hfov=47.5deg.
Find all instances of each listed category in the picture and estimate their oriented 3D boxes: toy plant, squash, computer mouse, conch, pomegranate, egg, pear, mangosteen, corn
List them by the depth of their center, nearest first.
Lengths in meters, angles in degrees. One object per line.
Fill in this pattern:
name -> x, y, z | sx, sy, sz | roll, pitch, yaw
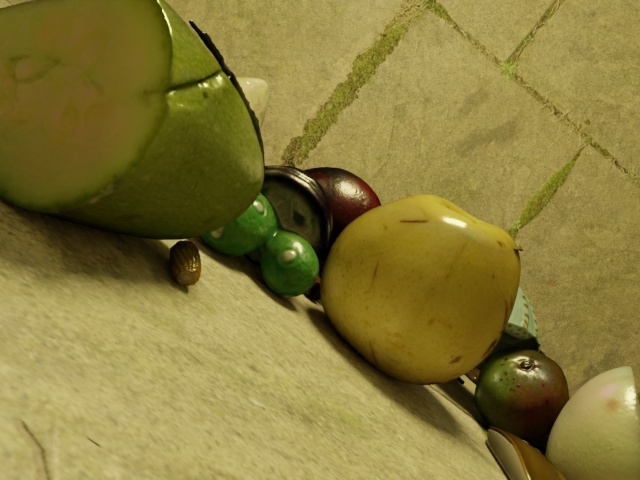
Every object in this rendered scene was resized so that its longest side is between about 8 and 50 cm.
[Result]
squash -> -0.178, -0.107, 0.773 | 0.234, 0.210, 0.309 | -6, -4, 18
corn -> -0.154, 0.025, 0.827 | 0.037, 0.037, 0.092 | 36, 9, -22
computer mouse -> 0.328, 0.356, 1.114 | 0.126, 0.056, 0.245 | 38, 4, -6
toy plant -> -0.079, -0.025, 1.129 | 0.218, 0.175, 0.235 | 43, 30, -8
pear -> 0.159, 0.072, 1.158 | 0.309, 0.309, 0.309 | 38, 5, -4
egg -> 0.458, 0.356, 1.214 | 0.206, 0.162, 0.270 | 10, 73, -69
mangosteen -> 0.000, 0.000, 1.337 | 0.235, 0.235, 0.261 | 36, 48, -23
pomegranate -> 0.374, 0.305, 1.370 | 0.180, 0.180, 0.209 | 42, -32, 38
conch -> 0.290, 0.146, 1.480 | 0.303, 0.215, 0.319 | -3, -25, 20

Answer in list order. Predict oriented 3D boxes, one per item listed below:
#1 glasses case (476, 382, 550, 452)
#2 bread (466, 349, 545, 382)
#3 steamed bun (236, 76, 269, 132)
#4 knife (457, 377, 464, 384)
glasses case -> 0.466, 0.393, 1.557 | 0.321, 0.082, 0.122 | 37, 7, -12
bread -> 0.485, 0.311, 1.943 | 0.113, 0.165, 0.416 | 43, 6, 29
steamed bun -> -0.247, -0.255, 1.638 | 0.268, 0.207, 0.280 | -2, 6, 29
knife -> 0.287, 0.287, 1.656 | 0.023, 0.010, 0.170 | 35, 4, -24
